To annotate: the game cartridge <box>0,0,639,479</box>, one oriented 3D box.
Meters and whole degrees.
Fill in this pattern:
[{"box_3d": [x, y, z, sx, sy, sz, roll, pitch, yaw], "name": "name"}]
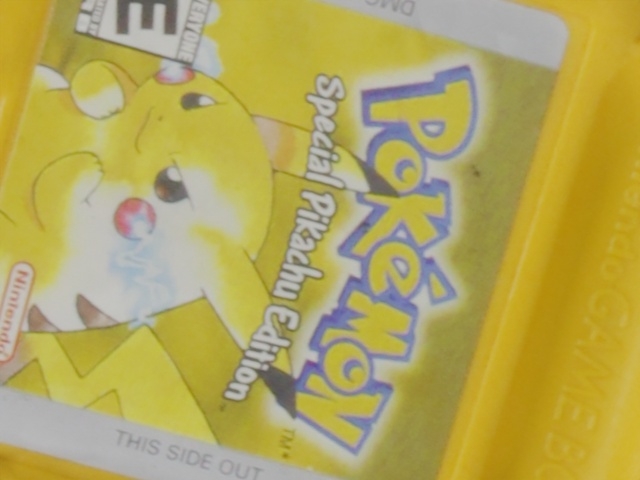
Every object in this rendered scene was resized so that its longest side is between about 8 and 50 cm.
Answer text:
[{"box_3d": [0.000, 0.000, 0.749, 0.324, 0.285, 0.052, 16, -176, -2], "name": "game cartridge"}]
